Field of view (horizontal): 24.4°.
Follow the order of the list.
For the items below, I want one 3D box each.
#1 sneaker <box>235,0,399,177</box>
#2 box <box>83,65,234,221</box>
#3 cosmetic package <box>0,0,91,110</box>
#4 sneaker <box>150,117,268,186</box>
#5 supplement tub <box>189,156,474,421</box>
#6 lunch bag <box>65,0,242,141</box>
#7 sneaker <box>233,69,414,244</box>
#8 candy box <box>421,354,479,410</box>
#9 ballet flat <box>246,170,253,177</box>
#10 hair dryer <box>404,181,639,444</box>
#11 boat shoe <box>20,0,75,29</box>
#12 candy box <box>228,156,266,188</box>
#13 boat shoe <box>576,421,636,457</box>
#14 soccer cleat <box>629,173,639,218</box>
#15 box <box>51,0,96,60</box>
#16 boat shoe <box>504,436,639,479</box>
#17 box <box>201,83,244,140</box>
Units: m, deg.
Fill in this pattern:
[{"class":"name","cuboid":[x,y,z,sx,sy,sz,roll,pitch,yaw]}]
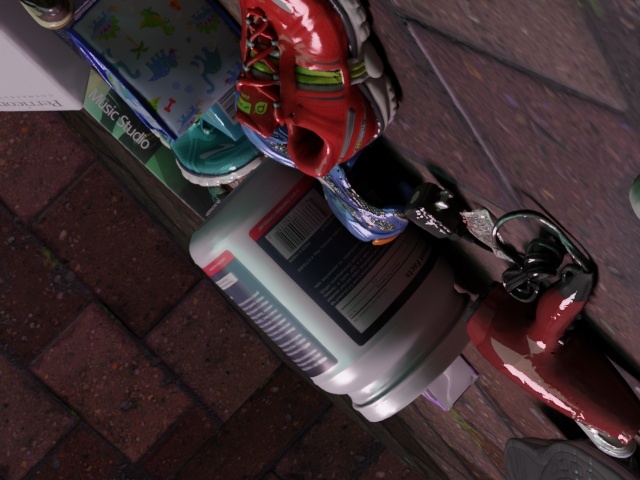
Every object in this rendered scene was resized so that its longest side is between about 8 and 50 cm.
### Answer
[{"class":"sneaker","cuboid":[-0.024,-0.139,1.142,0.107,0.118,0.279,37,169,38]},{"class":"box","cuboid":[-0.223,-0.136,2.131,0.322,0.058,0.232,42,-175,10]},{"class":"cosmetic package","cuboid":[-0.463,-0.316,1.740,0.230,0.161,0.453,0,160,20]},{"class":"sneaker","cuboid":[-0.159,-0.153,1.777,0.275,0.107,0.110,36,161,43]},{"class":"supplement tub","cuboid":[0.016,0.036,1.545,0.272,0.191,0.191,46,171,-6]},{"class":"lunch bag","cuboid":[-0.159,-0.197,1.466,0.151,0.129,0.096,48,170,-30]},{"class":"sneaker","cuboid":[0.012,-0.091,1.400,0.221,0.083,0.087,40,159,-10]},{"class":"candy box","cuboid":[0.098,0.126,1.998,0.165,0.070,0.196,49,170,-29]},{"class":"ballet flat","cuboid":[0.013,-0.030,1.697,0.231,0.077,0.077,39,149,14]},{"class":"hair dryer","cuboid":[0.193,0.078,1.300,0.293,0.080,0.223,48,170,-25]},{"class":"boat shoe","cuboid":[-0.297,-0.270,1.433,0.152,0.056,0.049,41,168,7]},{"class":"candy box","cuboid":[-0.112,-0.110,1.915,0.109,0.053,0.186,51,168,-35]},{"class":"boat shoe","cuboid":[0.286,0.185,1.536,0.100,0.035,0.035,47,177,29]},{"class":"soccer cleat","cuboid":[0.224,-0.026,0.746,0.196,0.068,0.076,26,145,61]},{"class":"box","cuboid":[-0.279,-0.305,1.572,0.153,0.108,0.207,43,171,7]},{"class":"boat shoe","cuboid":[0.309,0.277,1.684,0.320,0.103,0.118,173,91,-75]},{"class":"box","cuboid":[-0.162,-0.204,1.668,0.244,0.060,0.100,35,167,46]}]
